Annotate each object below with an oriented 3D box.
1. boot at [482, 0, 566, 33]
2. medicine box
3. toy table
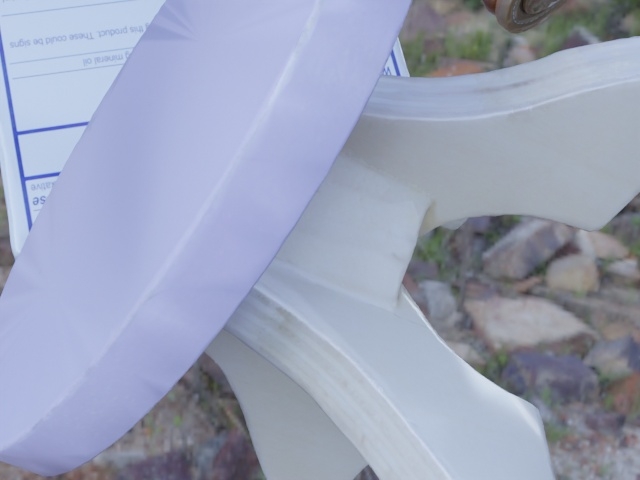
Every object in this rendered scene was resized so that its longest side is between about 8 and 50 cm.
[{"bbox_3d":[0.109,-0.286,0.796,0.220,0.283,0.109,27,-9,13],"label":"boot"},{"bbox_3d":[-0.091,-0.110,0.835,0.264,0.149,0.289,-10,70,-12],"label":"medicine box"},{"bbox_3d":[0.000,0.000,0.455,0.161,0.274,0.252,25,47,-23],"label":"toy table"}]
